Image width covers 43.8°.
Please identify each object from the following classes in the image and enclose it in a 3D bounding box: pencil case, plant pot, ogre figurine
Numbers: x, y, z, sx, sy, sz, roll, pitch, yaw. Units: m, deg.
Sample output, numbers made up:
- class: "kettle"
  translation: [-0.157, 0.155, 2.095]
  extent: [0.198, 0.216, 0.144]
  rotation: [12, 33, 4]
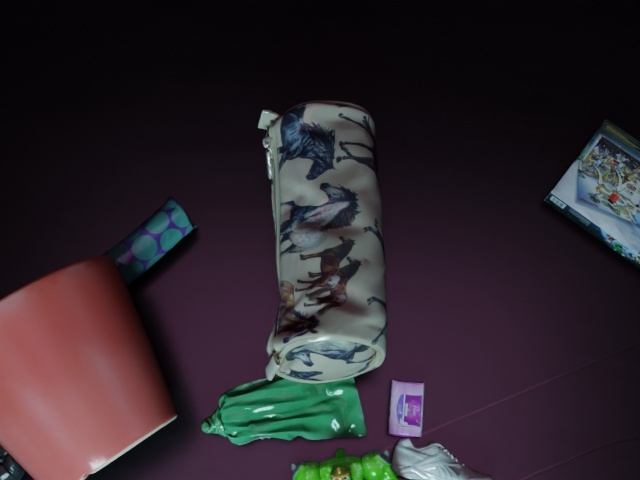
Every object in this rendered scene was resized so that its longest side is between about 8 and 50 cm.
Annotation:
- class: "pencil case"
  translation: [0.000, 0.000, 1.150]
  extent: [0.183, 0.160, 0.411]
  rotation: [1, 64, -7]
- class: "plant pot"
  translation: [-0.342, 0.195, 1.092]
  extent: [0.275, 0.275, 0.243]
  rotation: [-33, 86, -8]
- class: "ogre figurine"
  translation: [0.032, 0.359, 1.115]
  extent: [0.197, 0.097, 0.118]
  rotation: [-10, 89, 22]
- class: "pencil case"
  translation: [-0.267, 0.003, 1.232]
  extent: [0.151, 0.070, 0.064]
  rotation: [-42, 113, -13]

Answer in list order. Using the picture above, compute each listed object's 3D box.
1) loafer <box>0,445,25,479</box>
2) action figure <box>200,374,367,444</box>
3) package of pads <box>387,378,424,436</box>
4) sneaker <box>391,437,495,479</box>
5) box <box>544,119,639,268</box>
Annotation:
- class: "loafer"
  translation: [-0.500, 0.257, 1.153]
  extent: [0.076, 0.078, 0.223]
  rotation: [-34, 81, -12]
- class: "action figure"
  translation: [-0.060, 0.243, 1.161]
  extent: [0.232, 0.063, 0.137]
  rotation: [-12, 76, -7]
- class: "package of pads"
  translation: [0.127, 0.247, 1.175]
  extent: [0.050, 0.032, 0.083]
  rotation: [5, 74, 3]
- class: "sneaker"
  translation: [0.177, 0.322, 1.142]
  extent: [0.152, 0.054, 0.061]
  rotation: [12, 72, 4]
- class: "box"
  translation: [0.496, -0.059, 1.252]
  extent: [0.233, 0.044, 0.159]
  rotation: [38, 78, 10]
